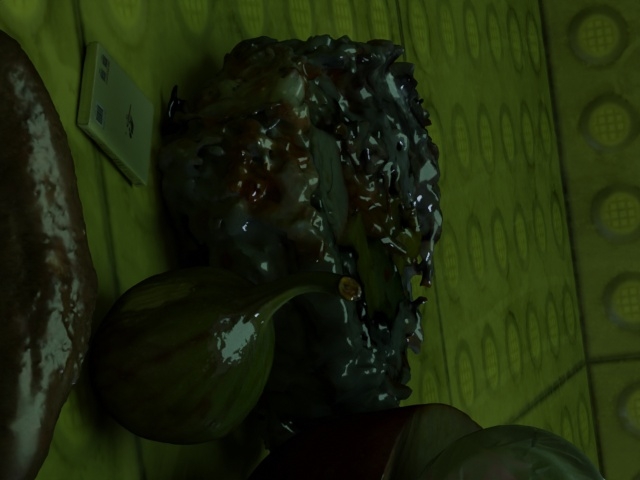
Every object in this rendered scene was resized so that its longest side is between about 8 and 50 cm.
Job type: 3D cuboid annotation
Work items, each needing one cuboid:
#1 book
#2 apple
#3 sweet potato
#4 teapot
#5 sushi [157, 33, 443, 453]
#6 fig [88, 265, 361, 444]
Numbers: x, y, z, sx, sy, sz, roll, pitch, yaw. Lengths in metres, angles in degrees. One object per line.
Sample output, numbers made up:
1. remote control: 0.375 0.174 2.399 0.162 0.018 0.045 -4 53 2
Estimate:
1. book: -0.165 -0.101 1.523 0.111 0.014 0.077 52 37 -57
2. apple: 0.049 0.307 1.563 0.295 0.329 0.365 50 23 18
3. sweet potato: -0.203 0.018 1.247 0.114 0.092 0.341 3 79 -48
4. teapot: 0.153 0.268 1.455 0.178 0.163 0.221 47 60 -60
5. sushi: 0.000 0.004 1.725 0.417 0.176 0.417 -7 90 -72
6. fig: -0.064 0.063 1.411 0.149 0.245 0.149 35 39 -35
